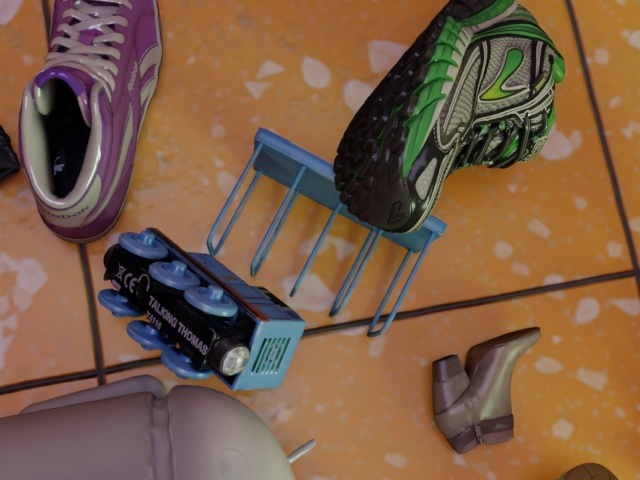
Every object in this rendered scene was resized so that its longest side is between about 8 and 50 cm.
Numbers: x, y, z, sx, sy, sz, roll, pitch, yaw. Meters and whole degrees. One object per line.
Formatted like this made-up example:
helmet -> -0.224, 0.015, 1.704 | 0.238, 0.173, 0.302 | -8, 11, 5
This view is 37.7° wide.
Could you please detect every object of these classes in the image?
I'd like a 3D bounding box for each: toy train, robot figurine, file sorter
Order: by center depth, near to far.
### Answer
robot figurine -> -0.166, 0.218, 0.688 | 0.354, 0.199, 0.300 | -9, 42, -5
toy train -> -0.102, 0.053, 0.760 | 0.184, 0.105, 0.080 | 33, 106, 40
file sorter -> 0.000, 0.000, 0.799 | 0.170, 0.118, 0.104 | 27, 81, 0

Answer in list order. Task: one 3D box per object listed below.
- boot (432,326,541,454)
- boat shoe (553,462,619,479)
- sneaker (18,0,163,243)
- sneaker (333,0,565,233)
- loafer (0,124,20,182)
boot -> 0.153, 0.134, 0.830 | 0.119, 0.042, 0.087 | -18, 88, -8
boat shoe -> 0.261, 0.325, 0.777 | 0.098, 0.096, 0.277 | -11, 67, -46
sneaker -> -0.190, -0.147, 0.785 | 0.102, 0.161, 0.282 | 2, 78, -4
sneaker -> 0.127, -0.111, 0.766 | 0.146, 0.134, 0.343 | 40, 45, -3
loafer -> -0.360, -0.031, 0.785 | 0.223, 0.076, 0.078 | -35, 77, -15
